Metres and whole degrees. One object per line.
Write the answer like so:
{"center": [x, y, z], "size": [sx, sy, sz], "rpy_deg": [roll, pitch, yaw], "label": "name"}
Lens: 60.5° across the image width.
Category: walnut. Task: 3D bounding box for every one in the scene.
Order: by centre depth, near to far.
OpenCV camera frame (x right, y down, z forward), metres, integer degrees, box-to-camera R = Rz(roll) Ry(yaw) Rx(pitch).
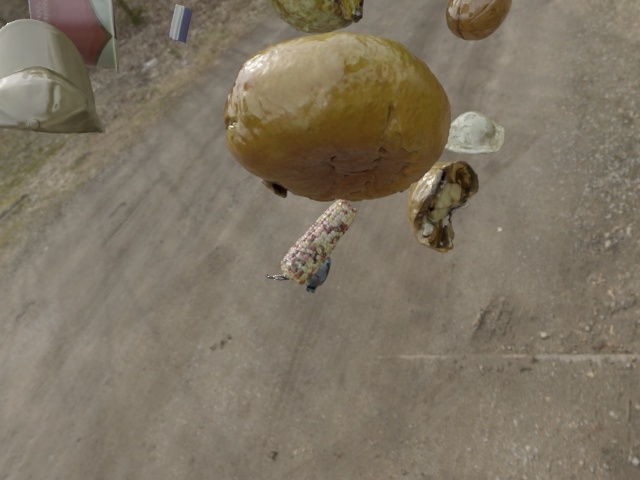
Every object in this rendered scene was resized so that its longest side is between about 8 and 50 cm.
{"center": [0.293, -0.104, 1.416], "size": [0.141, 0.204, 0.238], "rpy_deg": [24, 86, 43], "label": "walnut"}
{"center": [0.445, -0.659, 1.548], "size": [0.167, 0.167, 0.207], "rpy_deg": [19, 64, 43], "label": "walnut"}

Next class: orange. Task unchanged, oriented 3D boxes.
{"center": [-0.027, -0.609, 1.247], "size": [0.211, 0.270, 0.368], "rpy_deg": [-7, 28, 22], "label": "orange"}

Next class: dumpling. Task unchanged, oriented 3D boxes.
{"center": [0.454, -0.302, 1.613], "size": [0.181, 0.111, 0.155], "rpy_deg": [-44, 57, 2], "label": "dumpling"}

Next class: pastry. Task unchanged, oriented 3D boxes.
{"center": [0.026, -0.171, 0.842], "size": [0.356, 0.356, 0.163], "rpy_deg": [-7, 69, 27], "label": "pastry"}

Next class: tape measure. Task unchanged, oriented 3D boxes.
{"center": [-0.062, 0.073, 1.552], "size": [0.180, 0.104, 0.107], "rpy_deg": [11, 61, 3], "label": "tape measure"}

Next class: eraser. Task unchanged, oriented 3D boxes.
{"center": [-0.353, -0.548, 1.390], "size": [0.027, 0.084, 0.063], "rpy_deg": [17, 15, 0], "label": "eraser"}

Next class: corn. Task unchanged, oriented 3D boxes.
{"center": [0.000, 0.000, 1.452], "size": [0.092, 0.092, 0.280], "rpy_deg": [21, 64, 43], "label": "corn"}

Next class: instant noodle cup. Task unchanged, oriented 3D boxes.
{"center": [-0.582, -0.520, 1.310], "size": [0.179, 0.234, 0.234], "rpy_deg": [-6, 37, -18], "label": "instant noodle cup"}

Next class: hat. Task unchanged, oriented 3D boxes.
{"center": [-0.385, -0.225, 0.740], "size": [0.166, 0.173, 0.144], "rpy_deg": [-7, 7, -26], "label": "hat"}
